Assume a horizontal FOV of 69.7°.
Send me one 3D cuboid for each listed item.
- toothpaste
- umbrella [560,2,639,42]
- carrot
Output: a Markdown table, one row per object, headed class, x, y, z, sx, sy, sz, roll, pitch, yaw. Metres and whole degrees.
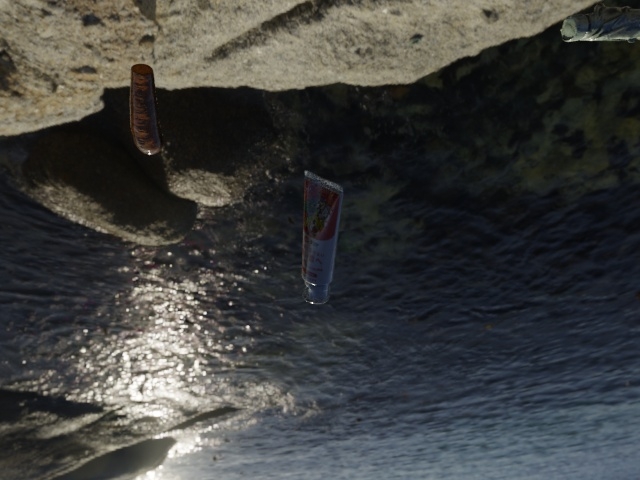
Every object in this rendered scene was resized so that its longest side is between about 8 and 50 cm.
| class | x | y | z | sx | sy | sz | roll | pitch | yaw |
| --- | --- | --- | --- | --- | --- | --- | --- | --- | --- |
| toothpaste | 0.000 | 0.000 | 0.793 | 0.057 | 0.089 | 0.234 | -22 | 128 | -39 |
| umbrella | 0.421 | -0.300 | 0.634 | 0.188 | 0.050 | 0.046 | -9 | 147 | -8 |
| carrot | -0.175 | -0.128 | 0.459 | 0.032 | 0.032 | 0.093 | 2 | 137 | -13 |
